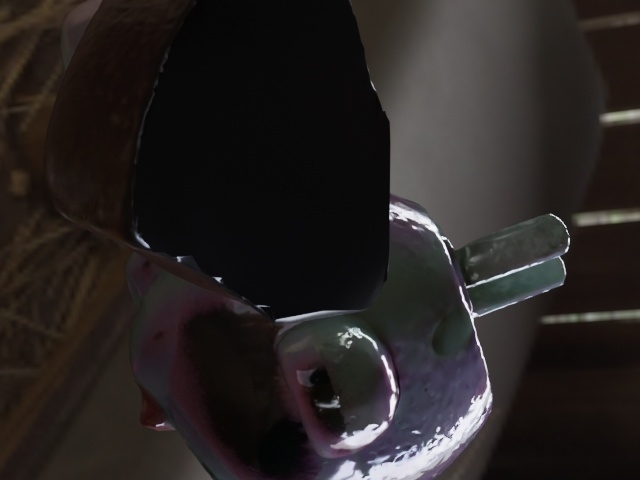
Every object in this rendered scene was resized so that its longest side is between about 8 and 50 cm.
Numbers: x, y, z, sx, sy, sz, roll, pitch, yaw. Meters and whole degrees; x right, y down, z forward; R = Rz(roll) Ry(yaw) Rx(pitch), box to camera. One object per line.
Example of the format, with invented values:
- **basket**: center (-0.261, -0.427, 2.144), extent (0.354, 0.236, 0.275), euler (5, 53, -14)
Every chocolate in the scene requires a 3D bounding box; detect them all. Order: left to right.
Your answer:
- **chocolate**: center (-0.045, -0.030, 0.643), extent (0.125, 0.080, 0.148), euler (-39, 123, -33)

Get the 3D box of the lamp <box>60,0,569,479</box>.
- **lamp**: center (0.000, 0.000, 0.960), extent (0.247, 0.247, 0.301), euler (83, -13, -68)
